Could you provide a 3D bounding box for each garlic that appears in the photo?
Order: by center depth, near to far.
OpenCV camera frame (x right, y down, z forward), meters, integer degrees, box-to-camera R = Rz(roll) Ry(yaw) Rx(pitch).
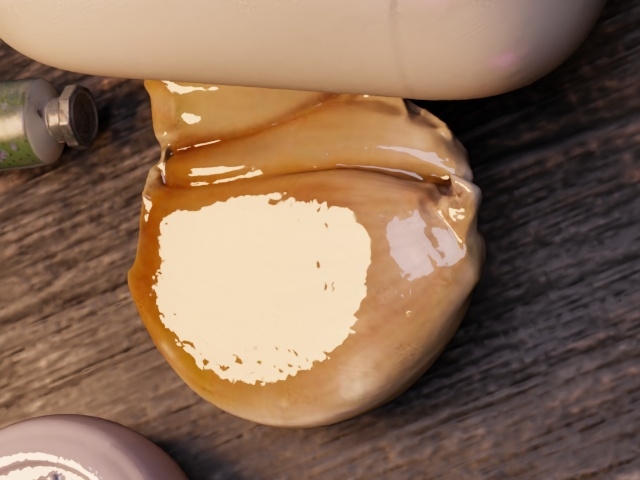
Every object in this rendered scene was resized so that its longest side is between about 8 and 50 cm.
[{"bbox_3d":[0.000,0.000,0.931,0.228,0.110,0.217,9,91,30],"label":"garlic"}]

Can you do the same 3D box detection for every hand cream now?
[{"bbox_3d":[-0.264,-0.064,1.056,0.256,0.055,0.088,-6,70,22],"label":"hand cream"}]

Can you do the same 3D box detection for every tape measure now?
[{"bbox_3d":[-0.156,0.190,0.925,0.196,0.105,0.178,-32,69,8],"label":"tape measure"}]

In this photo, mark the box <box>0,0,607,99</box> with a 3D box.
[{"bbox_3d":[-0.002,-0.183,0.899,0.349,0.289,0.141,6,120,18],"label":"box"}]
